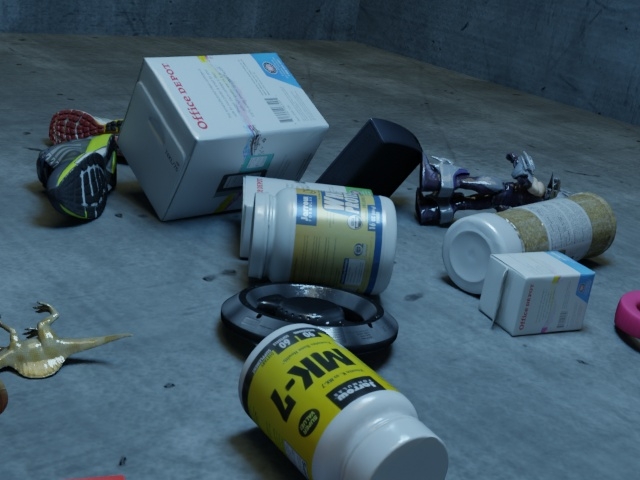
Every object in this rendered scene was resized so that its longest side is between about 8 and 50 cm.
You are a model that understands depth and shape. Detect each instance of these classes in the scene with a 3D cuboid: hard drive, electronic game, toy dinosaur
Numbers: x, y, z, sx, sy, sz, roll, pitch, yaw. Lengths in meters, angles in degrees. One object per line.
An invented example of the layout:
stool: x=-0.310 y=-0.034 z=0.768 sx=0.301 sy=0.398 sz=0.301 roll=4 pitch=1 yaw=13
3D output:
hard drive: x=0.099 y=-0.130 z=1.588 sx=0.054 sy=0.172 sz=0.254 roll=47 pitch=16 yaw=18
electronic game: x=-0.014 y=0.101 z=1.134 sx=0.229 sy=0.048 sz=0.229 roll=6 pitch=12 yaw=-1
toy dinosaur: x=-0.311 y=0.118 z=0.994 sx=0.183 sy=0.053 sz=0.093 roll=-10 pitch=42 yaw=-25

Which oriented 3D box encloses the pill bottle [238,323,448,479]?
pill bottle: x=0.019 y=0.175 z=0.849 sx=0.119 sy=0.119 sz=0.208 roll=-6 pitch=25 yaw=-34

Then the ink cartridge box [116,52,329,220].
ink cartridge box: x=-0.172 y=-0.183 z=1.516 sx=0.270 sy=0.197 sz=0.198 roll=-11 pitch=56 yaw=-38

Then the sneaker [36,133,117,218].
sneaker: x=-0.419 y=-0.106 z=1.477 sx=0.121 sy=0.111 sz=0.300 roll=-3 pitch=16 yaw=-2

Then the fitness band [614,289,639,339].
fitness band: x=0.573 y=0.134 z=1.271 sx=0.290 sy=0.054 sz=0.209 roll=9 pitch=20 yaw=-1

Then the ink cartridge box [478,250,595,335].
ink cartridge box: x=0.302 y=0.074 z=1.268 sx=0.143 sy=0.092 sz=0.090 roll=-1 pitch=22 yaw=-25

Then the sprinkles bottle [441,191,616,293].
sprinkles bottle: x=0.351 y=-0.003 z=1.450 sx=0.355 sy=0.121 sz=0.121 roll=-12 pitch=29 yaw=-43

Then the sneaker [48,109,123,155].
sneaker: x=-0.435 y=-0.203 z=1.757 sx=0.225 sy=0.088 sz=0.092 roll=12 pitch=0 yaw=10

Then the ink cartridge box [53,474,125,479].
ink cartridge box: x=-0.248 y=0.245 z=0.636 sx=0.261 sy=0.066 sz=0.296 roll=-1 pitch=22 yaw=-22

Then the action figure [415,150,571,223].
action figure: x=0.321 y=-0.090 z=1.620 sx=0.284 sy=0.185 sz=0.099 roll=4 pitch=49 yaw=-1

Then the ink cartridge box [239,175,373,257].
ink cartridge box: x=-0.020 y=-0.031 z=1.417 sx=0.219 sy=0.093 sz=0.160 roll=6 pitch=20 yaw=-6

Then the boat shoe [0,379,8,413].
boat shoe: x=-0.353 y=0.148 z=0.777 sx=0.207 sy=0.073 sz=0.073 roll=-16 pitch=15 yaw=41

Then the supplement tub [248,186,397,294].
supplement tub: x=0.000 y=0.000 z=1.267 sx=0.199 sy=0.144 sz=0.144 roll=5 pitch=21 yaw=-7
